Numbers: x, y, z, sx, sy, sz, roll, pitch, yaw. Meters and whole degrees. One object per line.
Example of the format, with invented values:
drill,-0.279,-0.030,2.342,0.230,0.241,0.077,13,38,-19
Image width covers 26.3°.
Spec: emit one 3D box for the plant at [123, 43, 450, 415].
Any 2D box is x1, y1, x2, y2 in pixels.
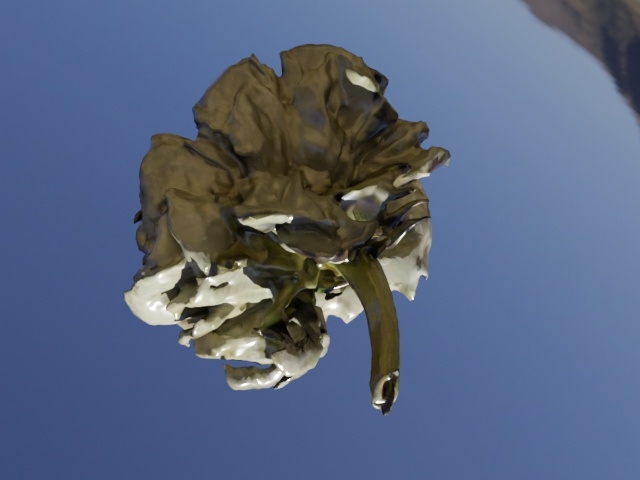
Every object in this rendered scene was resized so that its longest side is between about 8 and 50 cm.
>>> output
plant,0.000,0.000,0.445,0.104,0.116,0.122,35,-179,-43
